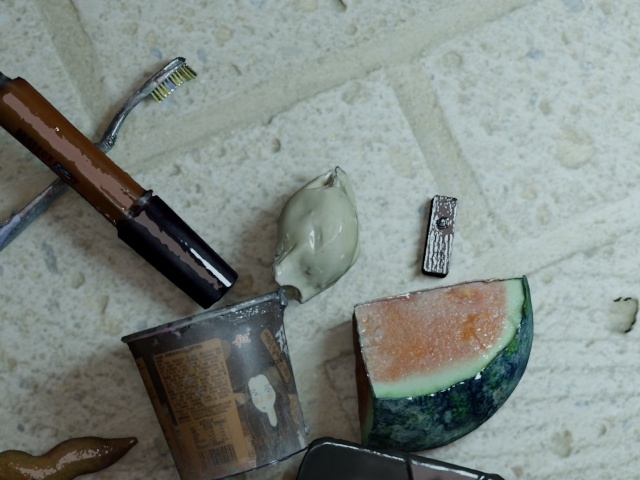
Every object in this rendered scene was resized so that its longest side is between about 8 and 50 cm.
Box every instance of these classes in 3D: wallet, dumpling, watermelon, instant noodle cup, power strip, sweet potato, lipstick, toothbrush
[{"bbox_3d":[0.141,0.379,1.841,0.377,0.051,0.197,15,98,-2],"label":"wallet"},{"bbox_3d":[0.000,0.000,1.882,0.118,0.136,0.199,14,55,33],"label":"dumpling"},{"bbox_3d":[0.153,0.136,1.861,0.226,0.148,0.318,43,79,12],"label":"watermelon"},{"bbox_3d":[-0.121,0.187,1.803,0.217,0.217,0.207,-16,88,-6],"label":"instant noodle cup"},{"bbox_3d":[0.162,-0.006,1.934,0.038,0.029,0.111,8,80,-2],"label":"power strip"},{"bbox_3d":[-0.342,0.292,1.843,0.218,0.051,0.065,-10,79,-5],"label":"sweet potato"},{"bbox_3d":[-0.281,-0.069,1.869,0.418,0.077,0.077,42,81,-5],"label":"lipstick"},{"bbox_3d":[-0.325,-0.101,1.918,0.413,0.035,0.042,-44,88,-9],"label":"toothbrush"}]
